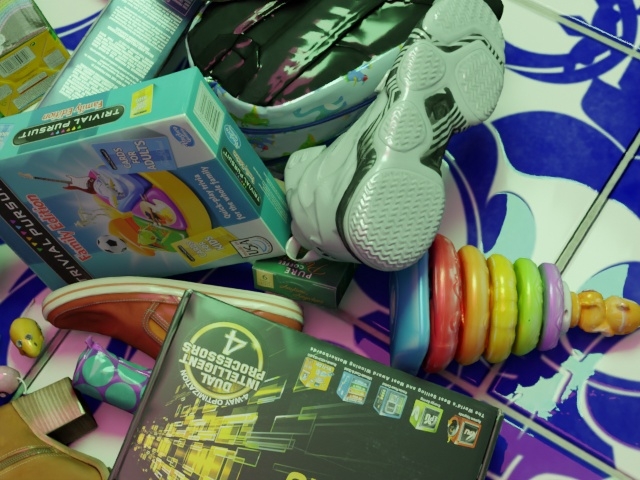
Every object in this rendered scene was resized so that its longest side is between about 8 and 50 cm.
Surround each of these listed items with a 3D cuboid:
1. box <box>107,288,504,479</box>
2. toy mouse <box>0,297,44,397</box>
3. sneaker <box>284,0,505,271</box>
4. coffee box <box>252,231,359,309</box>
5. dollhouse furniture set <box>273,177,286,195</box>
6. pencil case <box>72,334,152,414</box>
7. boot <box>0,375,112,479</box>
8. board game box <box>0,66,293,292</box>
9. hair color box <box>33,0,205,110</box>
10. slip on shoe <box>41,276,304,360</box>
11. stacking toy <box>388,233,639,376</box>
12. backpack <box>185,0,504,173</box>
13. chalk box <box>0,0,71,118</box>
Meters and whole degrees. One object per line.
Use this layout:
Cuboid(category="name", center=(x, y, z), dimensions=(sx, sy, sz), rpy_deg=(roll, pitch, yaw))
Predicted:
Cuboid(category="box", center=(-0.029, 0.271, 1.420), dimensions=(0.394, 0.097, 0.318), rpy_deg=(22, 73, -2))
Cuboid(category="toy mouse", center=(-0.416, 0.153, 1.600), dimensions=(0.143, 0.031, 0.161), rpy_deg=(-31, 43, 3))
Cuboid(category="sneaker", center=(0.074, -0.125, 1.484), dimensions=(0.210, 0.137, 0.366), rpy_deg=(-9, 52, 54))
Cuboid(category="coffee box", center=(0.000, 0.000, 1.575), dimensions=(0.113, 0.040, 0.184), rpy_deg=(13, 45, 14))
Cuboid(category="dollhouse furniture set", center=(-0.143, -0.102, 1.623), dimensions=(0.151, 0.144, 0.123), rpy_deg=(-23, 59, 40))
Cuboid(category="pencil case", center=(-0.225, 0.176, 1.542), dimensions=(0.151, 0.064, 0.070), rpy_deg=(22, 116, -4))
Cuboid(category="boot", center=(-0.342, 0.317, 1.499), dimensions=(0.220, 0.109, 0.283), rpy_deg=(-31, 64, -6))
Cuboid(category="board game box", center=(-0.237, -0.057, 1.507), dimensions=(0.336, 0.254, 0.079), rpy_deg=(-11, 48, 23))
Cuboid(category="hair color box", center=(-0.264, -0.236, 1.671), dimensions=(0.105, 0.174, 0.347), rpy_deg=(34, 75, -9))
Cuboid(category="slip on shoe", center=(-0.187, 0.109, 1.562), dimensions=(0.331, 0.123, 0.101), rpy_deg=(6, 73, 7))
Cuboid(category="stacking toy", center=(0.234, 0.079, 1.496), dimensions=(0.301, 0.175, 0.166), rpy_deg=(2, 66, -2))
Cuboid(category="backpack", center=(0.002, -0.252, 1.621), dimensions=(0.355, 0.273, 0.290), rpy_deg=(-33, 66, -27))
Cuboid(category="chalk box", center=(-0.454, -0.301, 1.763), dimensions=(0.132, 0.132, 0.213), rpy_deg=(-33, 66, -4))
